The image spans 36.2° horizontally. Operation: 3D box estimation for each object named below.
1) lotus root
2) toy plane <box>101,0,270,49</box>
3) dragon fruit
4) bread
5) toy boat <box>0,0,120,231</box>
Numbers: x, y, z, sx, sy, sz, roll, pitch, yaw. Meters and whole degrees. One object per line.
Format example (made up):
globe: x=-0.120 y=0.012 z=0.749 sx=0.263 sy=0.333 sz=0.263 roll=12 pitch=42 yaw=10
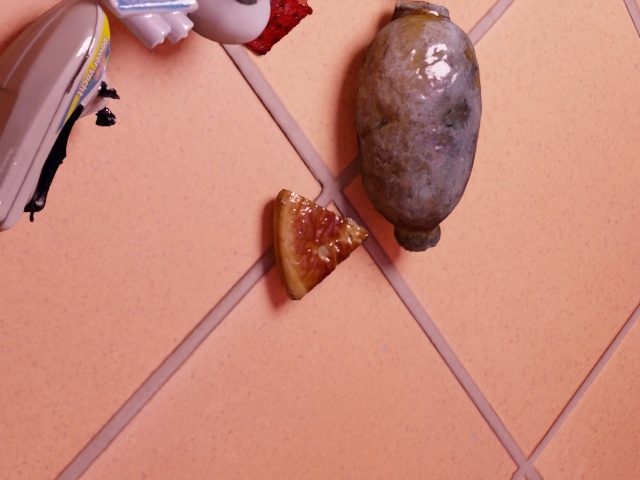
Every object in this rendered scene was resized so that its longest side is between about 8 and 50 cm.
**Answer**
lotus root: x=0.134 y=-0.151 z=1.335 sx=0.175 sy=0.175 sz=0.350 roll=-8 pitch=102 yaw=-35
toy plane: x=-0.155 y=-0.334 z=1.097 sx=0.266 sy=0.122 sz=0.267 roll=7 pitch=78 yaw=-33
dragon fruit: x=-0.076 y=-0.299 z=1.216 sx=0.131 sy=0.063 sz=0.097 roll=31 pitch=79 yaw=-35
bread: x=-0.017 y=0.017 z=1.321 sx=0.154 sy=0.054 sz=0.136 roll=22 pitch=84 yaw=-31
toy boat: x=-0.297 y=-0.131 z=1.046 sx=0.141 sy=0.140 sz=0.269 roll=45 pitch=70 yaw=-32
